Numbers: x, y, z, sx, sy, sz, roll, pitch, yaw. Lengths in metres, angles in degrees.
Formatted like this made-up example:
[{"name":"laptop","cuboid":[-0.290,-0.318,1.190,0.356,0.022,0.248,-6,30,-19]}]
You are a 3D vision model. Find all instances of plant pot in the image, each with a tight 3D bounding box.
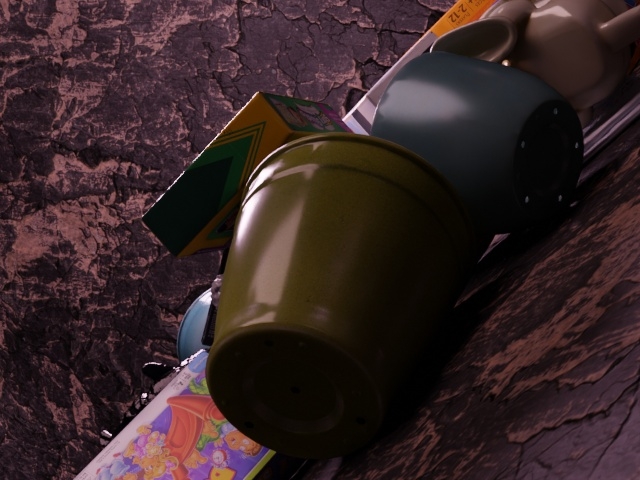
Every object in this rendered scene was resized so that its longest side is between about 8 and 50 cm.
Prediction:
[{"name":"plant pot","cuboid":[-0.133,0.230,2.048,0.272,0.271,0.255,-44,17,-10]},{"name":"plant pot","cuboid":[0.007,0.096,1.398,0.366,0.366,0.353,-42,15,37]},{"name":"plant pot","cuboid":[0.259,-0.140,1.566,0.235,0.293,0.293,14,50,46]}]

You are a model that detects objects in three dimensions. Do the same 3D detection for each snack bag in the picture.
[{"name":"snack bag","cuboid":[0.449,-0.170,1.815,0.342,0.037,0.323,-43,3,14]}]

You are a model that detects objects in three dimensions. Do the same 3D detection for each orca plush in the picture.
[{"name":"orca plush","cuboid":[-0.300,0.273,1.866,0.287,0.102,0.151,-35,3,9]}]

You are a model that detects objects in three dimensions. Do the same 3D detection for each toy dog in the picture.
[{"name":"toy dog","cuboid":[0.432,-0.367,1.837,0.395,0.284,0.408,-40,3,34]}]

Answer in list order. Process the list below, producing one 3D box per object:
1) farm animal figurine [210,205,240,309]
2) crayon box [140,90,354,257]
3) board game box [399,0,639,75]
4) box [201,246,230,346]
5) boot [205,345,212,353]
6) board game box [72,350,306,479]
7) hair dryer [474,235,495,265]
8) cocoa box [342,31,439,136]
[{"name":"farm animal figurine","cuboid":[0.000,0.000,1.720,0.172,0.327,0.330,62,-136,-70]},{"name":"crayon box","cuboid":[-0.119,-0.121,1.872,0.313,0.106,0.363,-46,-10,16]},{"name":"board game box","cuboid":[0.472,-0.444,2.264,0.356,0.356,0.356,-41,4,44]},{"name":"box","cuboid":[-0.072,0.131,1.871,0.103,0.261,0.184,166,119,-83]},{"name":"boot","cuboid":[-0.121,0.259,1.725,0.189,0.208,0.076,-45,4,-28]},{"name":"board game box","cuboid":[-0.197,0.343,1.469,0.347,0.233,0.078,-45,-40,-28]},{"name":"hair dryer","cuboid":[0.199,0.041,1.754,0.293,0.080,0.223,-42,4,27]},{"name":"cocoa box","cuboid":[0.242,-0.210,2.129,0.231,0.347,0.228,-46,3,-23]}]
